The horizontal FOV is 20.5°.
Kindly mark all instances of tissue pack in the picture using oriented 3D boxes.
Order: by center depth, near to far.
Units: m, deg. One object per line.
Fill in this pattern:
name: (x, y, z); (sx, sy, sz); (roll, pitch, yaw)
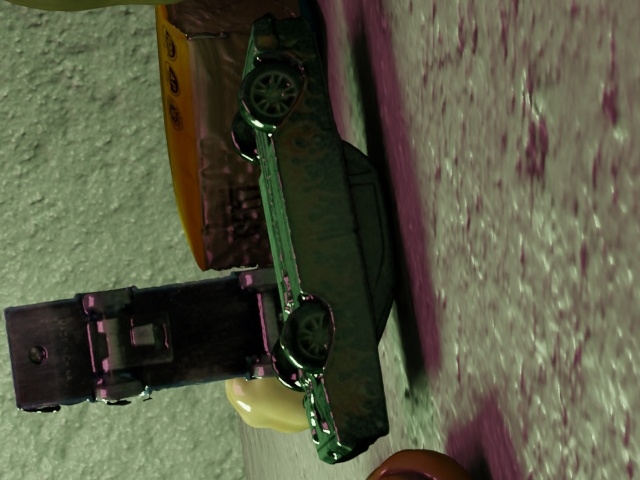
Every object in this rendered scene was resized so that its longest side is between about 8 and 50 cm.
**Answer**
tissue pack: (-0.075, -0.129, 1.595); (0.192, 0.134, 0.271); (-105, 11, -50)

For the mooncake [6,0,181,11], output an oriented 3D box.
mooncake: (-0.152, -0.335, 1.137); (0.201, 0.378, 0.378); (-178, 80, -77)

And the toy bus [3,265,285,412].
toy bus: (-0.120, 0.083, 1.562); (0.131, 0.297, 0.106); (107, 155, -87)

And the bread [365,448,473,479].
bread: (0.061, 0.212, 1.143); (0.225, 0.081, 0.134); (103, 163, -74)

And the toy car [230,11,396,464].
toy car: (0.000, 0.000, 1.305); (0.141, 0.097, 0.320); (114, 146, -77)

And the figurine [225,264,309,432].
figurine: (-0.030, 0.085, 1.696); (0.114, 0.108, 0.196); (148, 132, -71)
